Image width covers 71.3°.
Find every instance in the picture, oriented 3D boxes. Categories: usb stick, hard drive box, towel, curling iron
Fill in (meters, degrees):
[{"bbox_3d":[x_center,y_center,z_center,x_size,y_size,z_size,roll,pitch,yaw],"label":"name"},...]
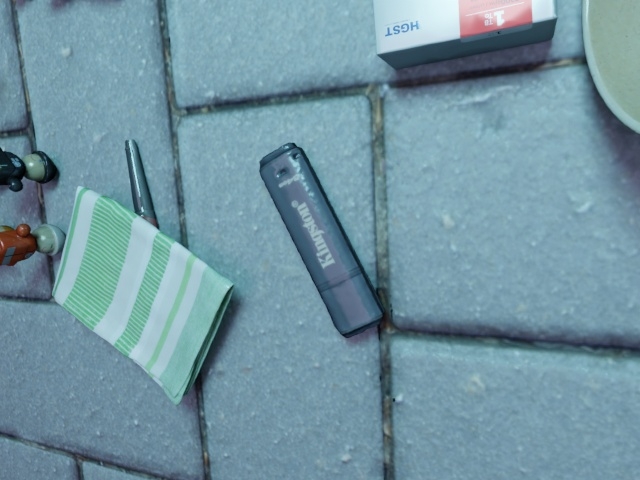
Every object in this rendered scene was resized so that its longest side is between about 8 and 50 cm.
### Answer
[{"bbox_3d":[0.000,0.000,0.617,0.077,0.045,0.277,-28,87,25],"label":"usb stick"},{"bbox_3d":[0.149,-0.325,0.477,0.181,0.089,0.231,-3,98,24],"label":"hard drive box"},{"bbox_3d":[-0.307,0.085,0.728,0.325,0.038,0.247,33,112,18],"label":"towel"},{"bbox_3d":[-0.302,-0.030,0.744,0.068,0.035,0.273,-2,98,23],"label":"curling iron"}]

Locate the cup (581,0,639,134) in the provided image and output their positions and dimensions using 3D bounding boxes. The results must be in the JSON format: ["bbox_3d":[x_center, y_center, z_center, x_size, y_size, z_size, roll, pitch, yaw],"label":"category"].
[{"bbox_3d":[0.387,-0.231,0.297,0.237,0.331,0.330,-1,99,-2],"label":"cup"}]

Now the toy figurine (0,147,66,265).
[{"bbox_3d":[-0.583,-0.061,0.805,0.210,0.148,0.212,0,101,29],"label":"toy figurine"}]
